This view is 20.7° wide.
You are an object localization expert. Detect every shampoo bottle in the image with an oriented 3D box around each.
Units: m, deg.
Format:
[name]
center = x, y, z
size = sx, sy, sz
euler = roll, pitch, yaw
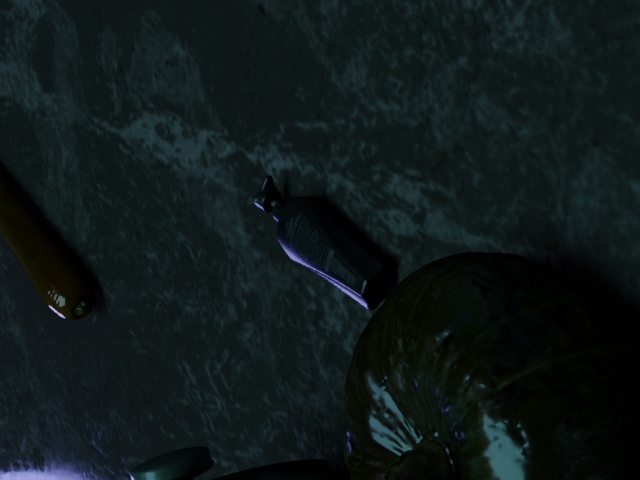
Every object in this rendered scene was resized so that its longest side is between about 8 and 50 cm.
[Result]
[shampoo bottle]
center = 0.000, 0.000, 1.177
size = 0.137, 0.027, 0.048
euler = 38, 121, 44

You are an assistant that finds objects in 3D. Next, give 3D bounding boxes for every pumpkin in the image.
[pumpkin]
center = 0.093, 0.126, 0.963
size = 0.219, 0.162, 0.219
euler = 21, 117, 50

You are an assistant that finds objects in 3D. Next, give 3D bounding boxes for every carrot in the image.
[carrot]
center = -0.270, -0.009, 1.591
size = 0.248, 0.043, 0.043
euler = 49, 140, 39

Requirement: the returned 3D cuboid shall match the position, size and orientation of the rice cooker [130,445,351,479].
[rice cooker]
center = -0.056, 0.281, 1.166
size = 0.316, 0.264, 0.317
euler = 162, 90, -87
